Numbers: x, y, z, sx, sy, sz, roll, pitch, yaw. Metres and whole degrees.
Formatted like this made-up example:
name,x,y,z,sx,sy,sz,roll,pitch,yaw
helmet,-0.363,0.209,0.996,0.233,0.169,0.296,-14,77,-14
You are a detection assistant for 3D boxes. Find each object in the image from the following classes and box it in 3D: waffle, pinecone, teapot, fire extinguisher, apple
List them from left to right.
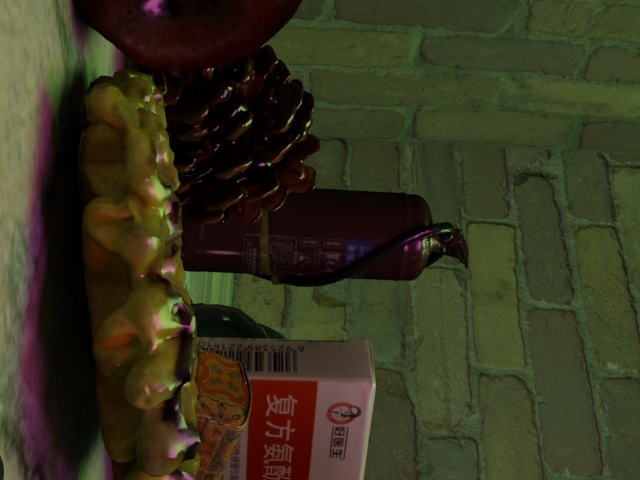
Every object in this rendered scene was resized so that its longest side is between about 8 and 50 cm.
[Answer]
name,x,y,z,sx,sy,sz,roll,pitch,yaw
waffle,-0.114,0.033,0.594,0.301,0.058,0.281,113,-29,-68
apple,-0.071,-0.195,0.565,0.156,0.147,0.158,62,22,-50
pinecone,-0.084,-0.093,0.743,0.173,0.173,0.173,-177,-90,-87
teapot,-0.110,0.140,1.014,0.203,0.171,0.225,59,-6,16
fire extinguisher,0.000,0.000,1.000,0.141,0.341,0.105,108,-15,-73

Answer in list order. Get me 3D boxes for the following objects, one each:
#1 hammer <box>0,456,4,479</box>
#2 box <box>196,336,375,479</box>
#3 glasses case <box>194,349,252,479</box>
name,x,y,z,sx,sy,sz,roll,pitch,yaw
hammer,-0.132,0.175,0.480,0.440,0.044,0.168,111,-19,-82
box,-0.071,0.242,0.890,0.069,0.214,0.353,-94,-172,-54
glasses case,-0.114,0.197,0.772,0.075,0.049,0.218,-90,-158,-57
